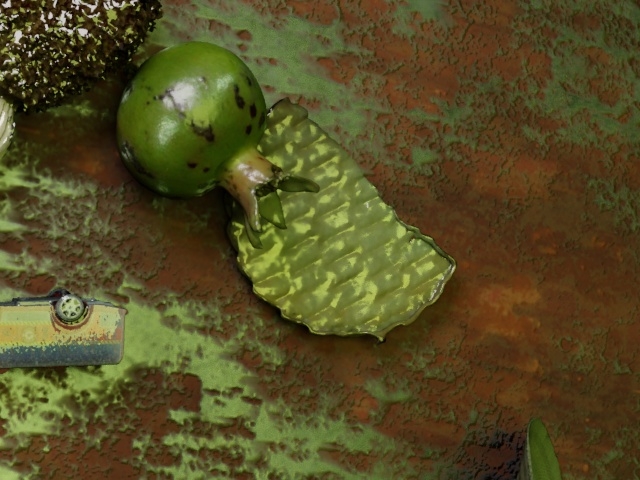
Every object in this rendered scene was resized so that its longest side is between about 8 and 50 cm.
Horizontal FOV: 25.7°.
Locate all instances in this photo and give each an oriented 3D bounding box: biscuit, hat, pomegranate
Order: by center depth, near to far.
[{"bbox_3d":[-0.106,-0.092,1.363,0.156,0.156,0.220,-45,103,-21],"label":"pomegranate"},{"bbox_3d":[0.196,0.313,1.448,0.110,0.252,0.252,-13,88,14],"label":"hat"},{"bbox_3d":[0.000,0.000,1.454,0.273,0.036,0.187,47,69,-11],"label":"biscuit"}]

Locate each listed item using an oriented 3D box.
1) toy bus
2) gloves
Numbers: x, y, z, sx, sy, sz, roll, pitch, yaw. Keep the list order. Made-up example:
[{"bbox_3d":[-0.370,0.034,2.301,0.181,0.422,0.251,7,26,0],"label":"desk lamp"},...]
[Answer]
[{"bbox_3d":[-0.280,0.086,1.313,0.192,0.065,0.077,-1,91,-22],"label":"toy bus"},{"bbox_3d":[-0.277,-0.201,1.305,0.210,0.135,0.312,36,65,6],"label":"gloves"}]
